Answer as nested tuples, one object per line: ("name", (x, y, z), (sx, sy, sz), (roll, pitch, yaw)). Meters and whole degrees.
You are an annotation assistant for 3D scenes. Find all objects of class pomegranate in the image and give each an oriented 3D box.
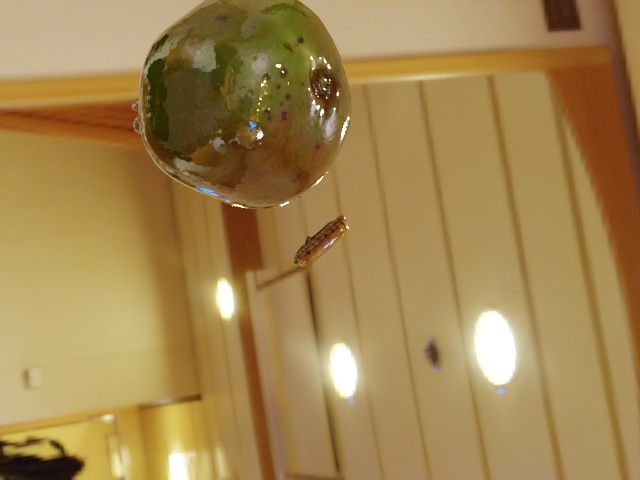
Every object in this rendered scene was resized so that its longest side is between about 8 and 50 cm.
("pomegranate", (-0.079, -0.111, 0.925), (0.209, 0.180, 0.180), (1, -81, 39))

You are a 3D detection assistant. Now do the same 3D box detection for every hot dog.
("hot dog", (0.000, 0.000, 1.989), (0.037, 0.122, 0.049), (47, -4, -25))
